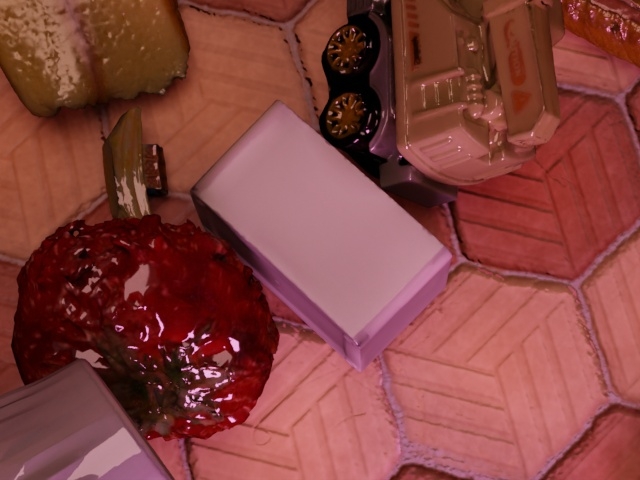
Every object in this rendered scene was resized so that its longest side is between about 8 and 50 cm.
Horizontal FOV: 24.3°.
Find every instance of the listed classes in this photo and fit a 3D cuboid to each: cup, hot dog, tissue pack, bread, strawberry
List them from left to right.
[{"bbox_3d":[-0.306,0.289,1.327,0.372,0.253,0.253,-37,76,-9],"label":"cup"},{"bbox_3d":[-0.301,-0.320,1.698,0.233,0.245,0.361,-19,99,-7],"label":"bread"},{"bbox_3d":[-0.186,0.075,1.519,0.274,0.274,0.220,-10,37,-2],"label":"strawberry"},{"bbox_3d":[0.000,0.000,1.561,0.246,0.159,0.136,42,80,11],"label":"tissue pack"},{"bbox_3d":[0.318,-0.250,1.675,0.286,0.088,0.061,27,74,14],"label":"hot dog"}]

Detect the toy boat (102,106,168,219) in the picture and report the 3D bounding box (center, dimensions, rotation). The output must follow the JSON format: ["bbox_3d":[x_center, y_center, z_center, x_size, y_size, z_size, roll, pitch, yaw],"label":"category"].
[{"bbox_3d":[-0.199,-0.061,1.632,0.066,0.065,0.172,-4,76,-22],"label":"toy boat"}]

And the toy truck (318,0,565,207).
[{"bbox_3d":[0.135,-0.249,1.581,0.254,0.181,0.405,-12,69,35],"label":"toy truck"}]
